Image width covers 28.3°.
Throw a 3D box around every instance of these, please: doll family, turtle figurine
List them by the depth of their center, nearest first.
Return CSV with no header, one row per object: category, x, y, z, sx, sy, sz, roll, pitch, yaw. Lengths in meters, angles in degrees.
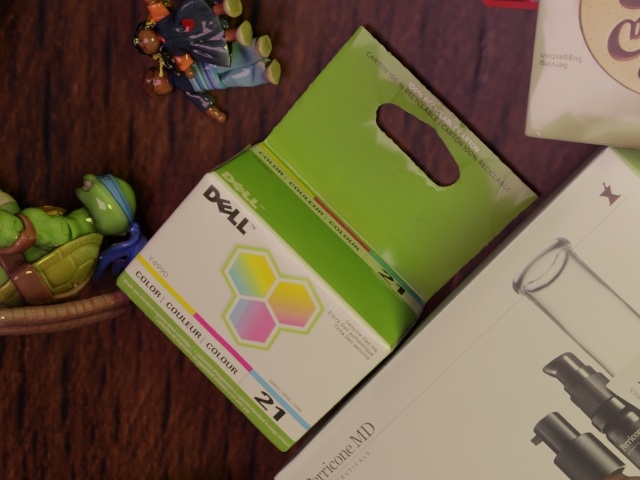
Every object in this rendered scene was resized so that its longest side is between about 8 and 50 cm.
doll family,-0.106,-0.172,0.936,0.111,0.076,0.193,-11,107,20
turtle figurine,-0.297,-0.009,0.988,0.198,0.266,0.275,31,160,50

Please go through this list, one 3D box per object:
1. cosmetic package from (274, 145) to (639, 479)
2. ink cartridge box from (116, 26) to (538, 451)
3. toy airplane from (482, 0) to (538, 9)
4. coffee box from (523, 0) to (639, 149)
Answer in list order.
cosmetic package,0.188,0.145,0.916,0.284,0.097,0.377,44,119,5
ink cartridge box,0.000,0.000,0.939,0.189,0.097,0.255,45,119,3
toy airplane,0.184,-0.148,0.849,0.151,0.028,0.151,5,110,14
coffee box,0.281,-0.136,0.747,0.297,0.119,0.168,9,110,13
